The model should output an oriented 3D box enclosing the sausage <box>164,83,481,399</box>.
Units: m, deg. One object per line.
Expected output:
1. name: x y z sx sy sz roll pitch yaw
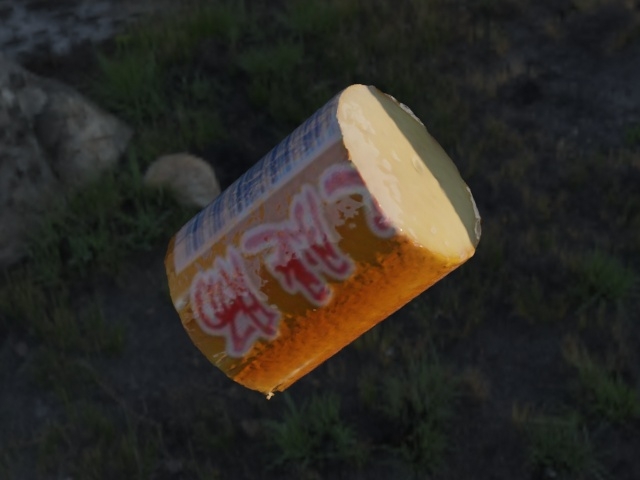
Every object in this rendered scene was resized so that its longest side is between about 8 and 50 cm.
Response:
1. sausage: 0.000 0.000 1.377 0.287 0.233 0.233 -38 30 26
